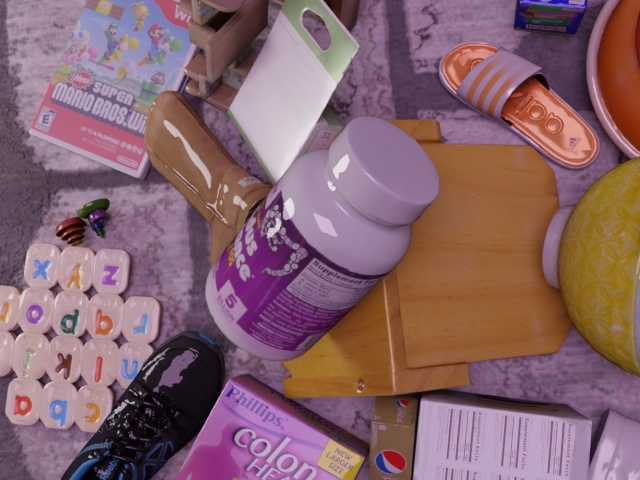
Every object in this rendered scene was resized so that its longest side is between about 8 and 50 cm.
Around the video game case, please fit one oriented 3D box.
[{"bbox_3d":[-0.314,-0.262,1.267,0.204,0.025,0.285,22,87,10],"label":"video game case"}]

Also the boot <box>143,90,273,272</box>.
[{"bbox_3d":[-0.169,-0.053,1.172,0.269,0.089,0.236,43,126,33],"label":"boot"}]

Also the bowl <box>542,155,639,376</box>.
[{"bbox_3d":[0.382,0.020,1.035,0.156,0.289,0.289,12,85,39],"label":"bowl"}]

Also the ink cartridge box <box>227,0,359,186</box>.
[{"bbox_3d":[-0.027,-0.205,1.067,0.235,0.056,0.171,-55,51,32],"label":"ink cartridge box"}]

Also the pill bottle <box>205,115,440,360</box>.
[{"bbox_3d":[0.000,0.000,0.946,0.169,0.169,0.301,49,128,10],"label":"pill bottle"}]

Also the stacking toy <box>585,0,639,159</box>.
[{"bbox_3d":[0.521,-0.263,0.913,0.350,0.480,0.350,-1,83,8],"label":"stacking toy"}]

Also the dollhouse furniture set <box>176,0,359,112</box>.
[{"bbox_3d":[-0.070,-0.314,1.147,0.161,0.212,0.242,30,62,12],"label":"dollhouse furniture set"}]

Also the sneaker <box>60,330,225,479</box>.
[{"bbox_3d":[-0.252,0.282,1.129,0.125,0.139,0.341,35,91,-2],"label":"sneaker"}]

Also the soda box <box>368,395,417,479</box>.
[{"bbox_3d":[0.096,0.299,1.079,0.058,0.061,0.181,4,117,9],"label":"soda box"}]

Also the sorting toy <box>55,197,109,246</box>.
[{"bbox_3d":[-0.354,-0.023,1.226,0.102,0.061,0.042,-31,80,19],"label":"sorting toy"}]

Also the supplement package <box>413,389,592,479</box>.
[{"bbox_3d":[0.225,0.280,1.038,0.203,0.194,0.149,6,85,8],"label":"supplement package"}]

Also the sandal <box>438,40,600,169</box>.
[{"bbox_3d":[0.291,-0.206,1.145,0.265,0.076,0.102,38,90,11],"label":"sandal"}]

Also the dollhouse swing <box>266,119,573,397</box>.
[{"bbox_3d":[0.133,0.031,1.150,0.315,0.305,0.347,-15,79,48],"label":"dollhouse swing"}]

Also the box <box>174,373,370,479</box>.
[{"bbox_3d":[-0.080,0.345,1.115,0.213,0.117,0.243,29,88,10],"label":"box"}]

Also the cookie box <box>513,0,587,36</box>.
[{"bbox_3d":[0.325,-0.330,1.139,0.092,0.107,0.040,8,86,10],"label":"cookie box"}]

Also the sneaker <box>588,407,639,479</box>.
[{"bbox_3d":[0.406,0.388,1.045,0.169,0.108,0.292,21,86,13],"label":"sneaker"}]

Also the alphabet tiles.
[{"bbox_3d":[-0.384,0.147,1.231,0.284,0.021,0.278,4,84,9],"label":"alphabet tiles"}]
